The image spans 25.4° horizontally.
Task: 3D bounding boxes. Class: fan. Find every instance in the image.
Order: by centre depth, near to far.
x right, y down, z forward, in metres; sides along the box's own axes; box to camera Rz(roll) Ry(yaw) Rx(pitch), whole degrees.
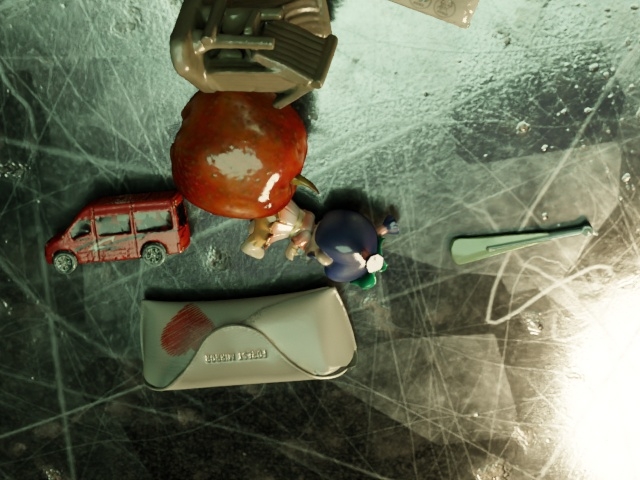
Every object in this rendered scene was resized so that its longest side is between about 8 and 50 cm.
[{"bbox_3d":[0.270,0.000,1.907,0.193,0.016,0.038,-11,110,9],"label":"fan"}]

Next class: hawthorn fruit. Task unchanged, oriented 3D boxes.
[{"bbox_3d":[-0.088,-0.108,1.793,0.200,0.179,0.179,21,114,9],"label":"hawthorn fruit"}]

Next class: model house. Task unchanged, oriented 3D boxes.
[{"bbox_3d":[-0.071,-0.247,1.715,0.188,0.229,0.122,7,132,6],"label":"model house"}]

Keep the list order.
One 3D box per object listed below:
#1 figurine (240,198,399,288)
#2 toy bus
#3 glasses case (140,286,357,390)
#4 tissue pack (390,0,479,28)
[{"bbox_3d":[0.000,0.000,1.876,0.195,0.111,0.102,19,134,-5],"label":"figurine"},{"bbox_3d":[-0.277,-0.012,1.907,0.195,0.081,0.089,-6,103,6],"label":"toy bus"},{"bbox_3d":[-0.108,0.137,1.956,0.308,0.083,0.128,-5,114,6],"label":"glasses case"},{"bbox_3d":[0.065,-0.389,1.640,0.305,0.238,0.238,20,113,-5],"label":"tissue pack"}]
